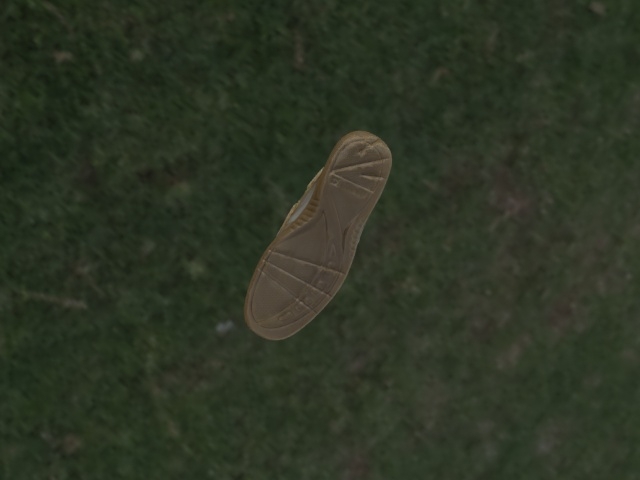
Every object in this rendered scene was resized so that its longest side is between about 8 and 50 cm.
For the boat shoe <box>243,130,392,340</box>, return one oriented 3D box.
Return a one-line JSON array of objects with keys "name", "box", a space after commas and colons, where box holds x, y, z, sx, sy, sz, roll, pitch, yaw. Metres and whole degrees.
[{"name": "boat shoe", "box": [0.000, 0.000, 1.148, 0.170, 0.063, 0.059, -57, 178, -7]}]
